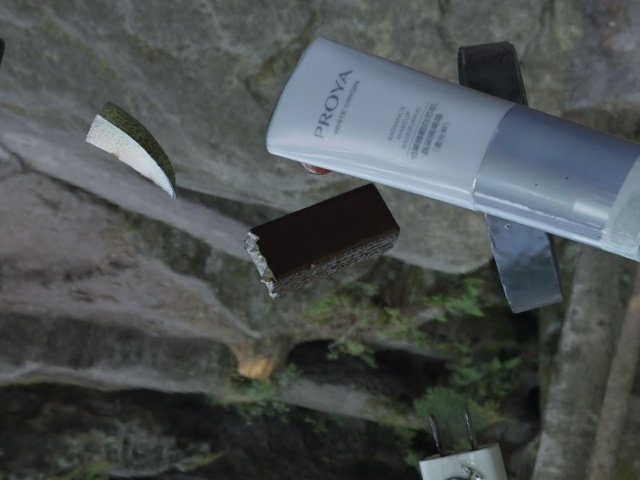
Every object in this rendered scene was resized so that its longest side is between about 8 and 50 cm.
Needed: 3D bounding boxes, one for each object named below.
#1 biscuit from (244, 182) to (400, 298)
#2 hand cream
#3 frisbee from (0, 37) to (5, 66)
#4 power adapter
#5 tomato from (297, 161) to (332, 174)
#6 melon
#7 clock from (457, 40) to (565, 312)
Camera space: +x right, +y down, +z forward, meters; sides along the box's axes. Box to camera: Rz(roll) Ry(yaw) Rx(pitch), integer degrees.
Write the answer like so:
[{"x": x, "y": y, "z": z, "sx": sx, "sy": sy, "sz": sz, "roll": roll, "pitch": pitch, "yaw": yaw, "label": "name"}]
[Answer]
[{"x": 0.000, "y": 0.000, "z": 1.392, "sx": 0.252, "sy": 0.106, "sz": 0.070, "roll": -22, "pitch": 159, "yaw": -19, "label": "biscuit"}, {"x": 0.071, "y": -0.054, "z": 0.479, "sx": 0.255, "sy": 0.079, "sz": 0.048, "roll": 24, "pitch": 178, "yaw": 35, "label": "hand cream"}, {"x": -0.314, "y": -0.062, "z": 0.789, "sx": 0.012, "sy": 0.211, "sz": 0.187, "roll": 10, "pitch": -150, "yaw": -21, "label": "frisbee"}, {"x": 0.243, "y": 0.390, "z": 1.474, "sx": 0.130, "sy": 0.205, "sz": 0.125, "roll": -18, "pitch": 167, "yaw": 20, "label": "power adapter"}, {"x": 0.002, "y": -0.123, "z": 1.080, "sx": 0.087, "sy": 0.087, "sz": 0.075, "roll": 15, "pitch": -154, "yaw": -29, "label": "tomato"}, {"x": -0.303, "y": -0.145, "z": 1.434, "sx": 0.182, "sy": 0.054, "sz": 0.098, "roll": 34, "pitch": 134, "yaw": -3, "label": "melon"}, {"x": 0.197, "y": -0.067, "z": 0.880, "sx": 0.055, "sy": 0.281, "sz": 0.280, "roll": -11, "pitch": 169, "yaw": 16, "label": "clock"}]
